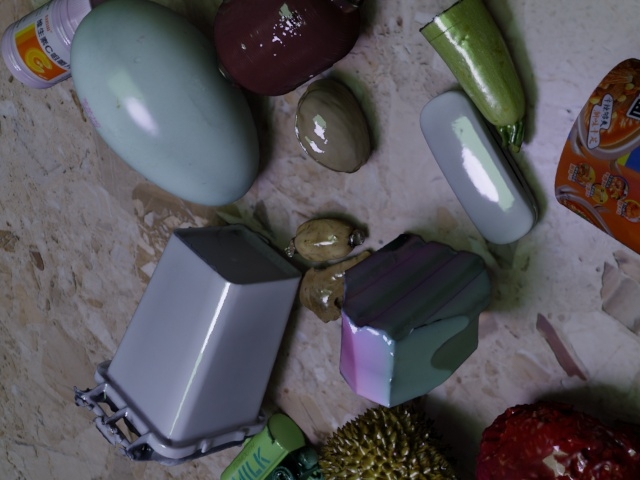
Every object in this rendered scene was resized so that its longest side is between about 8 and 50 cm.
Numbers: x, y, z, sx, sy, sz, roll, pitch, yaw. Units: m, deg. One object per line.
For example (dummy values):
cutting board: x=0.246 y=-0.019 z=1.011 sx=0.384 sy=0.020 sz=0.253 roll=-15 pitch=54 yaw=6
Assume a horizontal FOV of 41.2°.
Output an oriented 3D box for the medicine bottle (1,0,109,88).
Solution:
medicine bottle: x=-0.434 y=-0.362 z=1.492 sx=0.249 sy=0.133 sz=0.133 roll=-13 pitch=100 yaw=34

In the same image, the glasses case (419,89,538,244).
glasses case: x=0.223 y=-0.104 z=1.209 sx=0.092 sy=0.059 sz=0.233 roll=-32 pitch=89 yaw=38

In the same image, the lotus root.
lotus root: x=0.000 y=0.000 z=1.389 sx=0.151 sy=0.063 sz=0.072 roll=-13 pitch=102 yaw=33

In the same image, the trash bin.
trash bin: x=-0.213 y=0.172 z=1.447 sx=0.256 sy=0.296 sz=0.368 roll=39 pitch=117 yaw=33

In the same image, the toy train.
toy train: x=-0.100 y=0.434 z=1.601 sx=0.157 sy=0.105 sz=0.253 roll=54 pitch=128 yaw=22

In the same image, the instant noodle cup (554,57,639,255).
instant noodle cup: x=0.411 y=-0.089 z=0.998 sx=0.192 sy=0.250 sz=0.250 roll=33 pitch=122 yaw=30

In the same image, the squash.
squash: x=0.222 y=-0.219 z=1.158 sx=0.094 sy=0.094 sz=0.224 roll=-24 pitch=99 yaw=36

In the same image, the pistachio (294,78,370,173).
pistachio: x=0.018 y=-0.169 z=1.297 sx=0.113 sy=0.113 sz=0.149 roll=-26 pitch=107 yaw=36

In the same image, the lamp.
lamp: x=-0.046 y=-0.318 z=1.243 sx=0.258 sy=0.180 sz=0.180 roll=-26 pitch=92 yaw=35

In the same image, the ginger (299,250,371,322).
ginger: x=0.029 y=0.080 z=1.396 sx=0.165 sy=0.067 sz=0.096 roll=-23 pitch=71 yaw=37

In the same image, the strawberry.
strawberry: x=0.342 y=0.340 z=1.212 sx=0.274 sy=0.220 sz=0.274 roll=-2 pitch=120 yaw=-4

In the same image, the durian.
durian: x=0.107 y=0.392 z=1.361 sx=0.293 sy=0.258 sz=0.258 roll=-123 pitch=36 yaw=-60

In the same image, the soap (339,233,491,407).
soap: x=0.124 y=0.102 z=1.186 sx=0.192 sy=0.324 sz=0.109 roll=18 pitch=114 yaw=26

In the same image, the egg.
egg: x=-0.238 y=-0.213 z=1.353 sx=0.230 sy=0.230 sz=0.371 roll=-26 pitch=109 yaw=36
